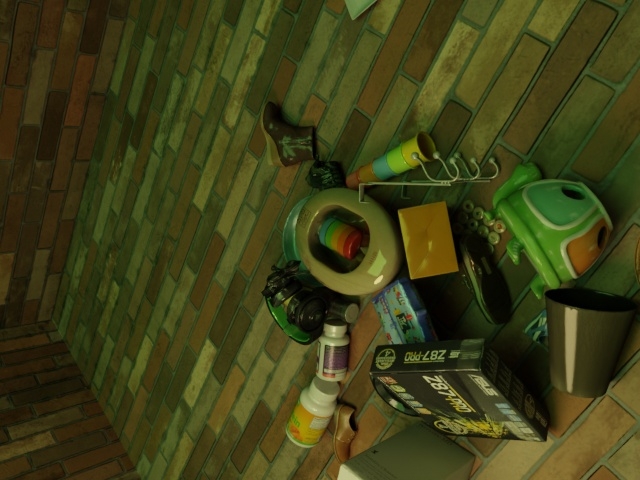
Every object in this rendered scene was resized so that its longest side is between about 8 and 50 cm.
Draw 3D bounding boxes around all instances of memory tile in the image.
[{"bbox_3d":[0.443,-0.036,1.648,0.148,0.012,0.113,39,120,33],"label":"memory tile"}]

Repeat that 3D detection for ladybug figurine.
[{"bbox_3d":[0.095,0.002,1.803,0.449,0.162,0.305,35,105,43],"label":"ladybug figurine"}]

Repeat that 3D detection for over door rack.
[{"bbox_3d":[0.291,-0.183,1.619,0.324,0.240,0.108,-10,89,43],"label":"over door rack"}]

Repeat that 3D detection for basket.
[{"bbox_3d":[0.634,0.247,1.407,0.205,0.154,0.226,5,105,17],"label":"basket"}]

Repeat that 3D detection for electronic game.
[{"bbox_3d":[0.251,0.460,1.802,0.229,0.048,0.229,27,143,23],"label":"electronic game"}]

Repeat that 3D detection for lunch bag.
[{"bbox_3d":[0.263,0.225,1.663,0.293,0.138,0.220,101,149,-75],"label":"lunch bag"}]

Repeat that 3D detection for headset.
[{"bbox_3d":[-0.106,0.205,1.912,0.243,0.185,0.394,39,144,26],"label":"headset"}]

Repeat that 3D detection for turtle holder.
[{"bbox_3d":[0.550,-0.038,1.423,0.228,0.320,0.243,-33,106,14],"label":"turtle holder"}]

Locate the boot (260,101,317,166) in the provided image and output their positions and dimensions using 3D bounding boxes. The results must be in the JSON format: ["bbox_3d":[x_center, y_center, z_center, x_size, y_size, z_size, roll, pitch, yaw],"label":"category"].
[{"bbox_3d":[-0.106,-0.391,2.101,0.207,0.090,0.248,-6,89,32],"label":"boot"}]

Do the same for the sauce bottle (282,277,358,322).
[{"bbox_3d":[-0.020,0.209,2.046,0.345,0.111,0.111,15,105,43],"label":"sauce bottle"}]

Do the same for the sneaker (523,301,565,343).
[{"bbox_3d":[0.588,0.210,1.513,0.059,0.053,0.144,53,135,27],"label":"sneaker"}]

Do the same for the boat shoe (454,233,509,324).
[{"bbox_3d":[0.442,0.110,1.628,0.095,0.095,0.257,-32,72,66],"label":"boat shoe"}]

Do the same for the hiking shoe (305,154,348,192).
[{"bbox_3d":[0.037,-0.205,1.963,0.227,0.086,0.114,35,121,36],"label":"hiking shoe"}]

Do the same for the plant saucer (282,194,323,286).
[{"bbox_3d":[0.000,0.000,2.031,0.318,0.044,0.317,0,90,39],"label":"plant saucer"}]

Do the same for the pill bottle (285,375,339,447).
[{"bbox_3d":[-0.022,0.599,2.076,0.136,0.136,0.245,41,121,33],"label":"pill bottle"}]

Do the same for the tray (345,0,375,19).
[{"bbox_3d":[0.176,-0.814,1.801,0.270,0.030,0.145,-29,76,41],"label":"tray"}]

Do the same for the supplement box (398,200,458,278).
[{"bbox_3d":[0.300,0.000,1.638,0.129,0.194,0.191,-11,87,10],"label":"supplement box"}]

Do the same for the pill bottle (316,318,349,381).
[{"bbox_3d":[0.044,0.372,2.007,0.108,0.108,0.193,15,105,42],"label":"pill bottle"}]

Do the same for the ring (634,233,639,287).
[{"bbox_3d":[0.853,0.052,1.257,0.337,0.032,0.336,7,100,43],"label":"ring"}]

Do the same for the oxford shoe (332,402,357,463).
[{"bbox_3d":[0.090,0.675,2.026,0.076,0.076,0.212,5,99,32],"label":"oxford shoe"}]

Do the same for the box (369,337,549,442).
[{"bbox_3d":[0.367,0.398,1.535,0.318,0.395,0.097,-13,44,39],"label":"box"}]

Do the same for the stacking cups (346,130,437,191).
[{"bbox_3d":[0.200,-0.232,1.799,0.316,0.096,0.095,-21,80,43],"label":"stacking cups"}]

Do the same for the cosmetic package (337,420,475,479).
[{"bbox_3d":[0.243,0.681,1.664,0.217,0.385,0.156,24,112,37],"label":"cosmetic package"}]
